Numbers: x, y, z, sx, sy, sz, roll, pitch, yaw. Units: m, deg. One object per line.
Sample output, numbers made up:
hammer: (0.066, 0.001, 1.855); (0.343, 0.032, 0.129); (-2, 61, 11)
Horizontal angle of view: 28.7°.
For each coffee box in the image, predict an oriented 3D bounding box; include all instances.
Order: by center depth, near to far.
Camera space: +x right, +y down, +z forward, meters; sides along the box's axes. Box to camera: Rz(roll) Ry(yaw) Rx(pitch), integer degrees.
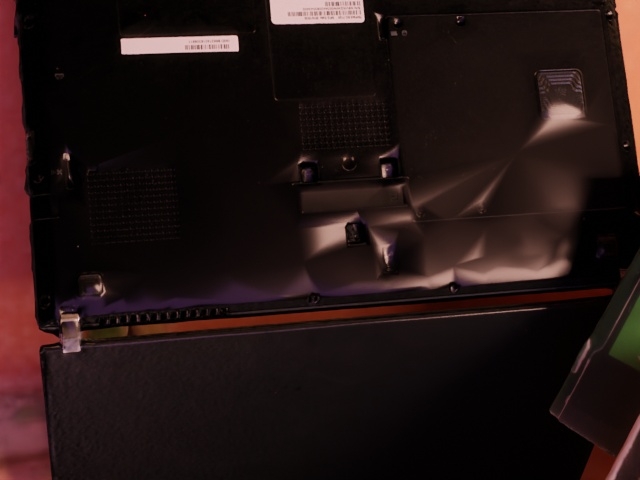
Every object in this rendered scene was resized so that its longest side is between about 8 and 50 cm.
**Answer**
coffee box: (0.169, 0.036, 0.503); (0.184, 0.040, 0.113); (17, 103, -54)

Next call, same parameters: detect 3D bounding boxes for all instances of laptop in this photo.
laptop: (0.000, 0.000, 0.521); (0.234, 0.136, 0.264); (-4, 82, -12)

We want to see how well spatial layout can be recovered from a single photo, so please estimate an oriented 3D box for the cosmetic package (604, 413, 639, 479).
cosmetic package: (0.224, 0.138, 0.482); (0.296, 0.129, 0.153); (12, 105, -47)
